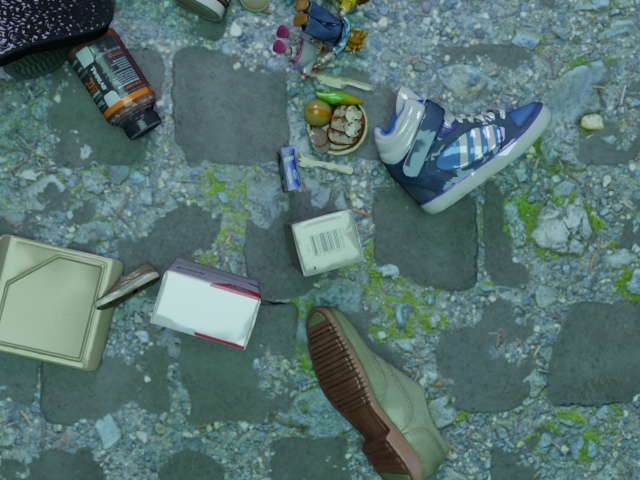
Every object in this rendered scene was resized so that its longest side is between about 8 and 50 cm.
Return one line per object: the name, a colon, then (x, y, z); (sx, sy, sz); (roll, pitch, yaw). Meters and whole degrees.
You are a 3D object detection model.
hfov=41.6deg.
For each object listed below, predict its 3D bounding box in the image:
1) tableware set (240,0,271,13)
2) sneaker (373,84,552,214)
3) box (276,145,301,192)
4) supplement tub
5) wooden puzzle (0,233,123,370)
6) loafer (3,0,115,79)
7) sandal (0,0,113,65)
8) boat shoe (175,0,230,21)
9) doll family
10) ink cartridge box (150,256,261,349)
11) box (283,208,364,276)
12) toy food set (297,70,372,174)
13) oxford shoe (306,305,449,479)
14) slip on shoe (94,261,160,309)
tableware set: (-0.097, -0.520, 1.605); (0.141, 0.020, 0.168); (-9, 112, 10)
sneaker: (0.260, -0.229, 1.627); (0.323, 0.130, 0.236); (-38, 100, 2)
box: (-0.060, -0.133, 1.594); (0.028, 0.136, 0.081); (-10, 92, -6)
supplement tub: (-0.378, -0.287, 1.571); (0.106, 0.106, 0.198); (-33, 95, -4)
wooden puzzle: (-0.515, 0.119, 1.606); (0.239, 0.044, 0.221); (14, 90, -11)
loafer: (-0.496, -0.401, 1.572); (0.251, 0.094, 0.087); (-44, 71, -12)
sandal: (-0.562, -0.346, 1.415); (0.446, 0.107, 0.167); (-19, 82, -36)
boat shoe: (-0.308, -0.531, 1.568); (0.324, 0.116, 0.096); (28, 84, -10)
doll family: (0.024, -0.428, 1.587); (0.163, 0.118, 0.263); (12, 92, -47)
ink cartridge box: (-0.205, 0.109, 1.538); (0.172, 0.237, 0.100); (17, 93, -7)
box: (0.000, 0.000, 1.535); (0.113, 0.275, 0.094); (-15, 93, -6)
toy food set: (0.030, -0.229, 1.649); (0.132, 0.038, 0.192); (11, 91, -6)
oxford shoe: (0.109, 0.291, 1.652); (0.146, 0.140, 0.397); (-29, 90, -35)
slip on shoe: (-0.372, 0.086, 1.603); (0.135, 0.051, 0.041); (-30, 79, -21)
